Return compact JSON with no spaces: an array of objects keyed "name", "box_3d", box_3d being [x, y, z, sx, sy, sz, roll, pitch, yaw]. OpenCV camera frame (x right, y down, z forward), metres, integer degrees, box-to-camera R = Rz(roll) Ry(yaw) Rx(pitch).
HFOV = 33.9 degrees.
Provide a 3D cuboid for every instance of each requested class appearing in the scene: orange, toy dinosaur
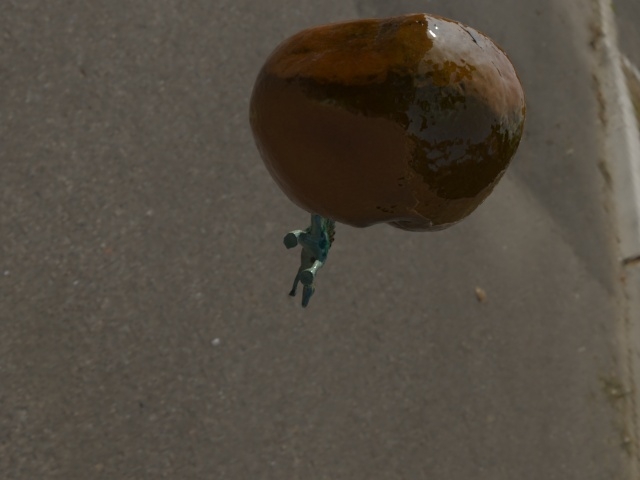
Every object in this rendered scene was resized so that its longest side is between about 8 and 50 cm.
[{"name":"orange","box_3d":[0.052,-0.099,0.946,0.249,0.249,0.183,14,76,-52]},{"name":"toy dinosaur","box_3d":[-0.003,-0.002,1.241,0.106,0.044,0.187,-13,115,-68]}]
